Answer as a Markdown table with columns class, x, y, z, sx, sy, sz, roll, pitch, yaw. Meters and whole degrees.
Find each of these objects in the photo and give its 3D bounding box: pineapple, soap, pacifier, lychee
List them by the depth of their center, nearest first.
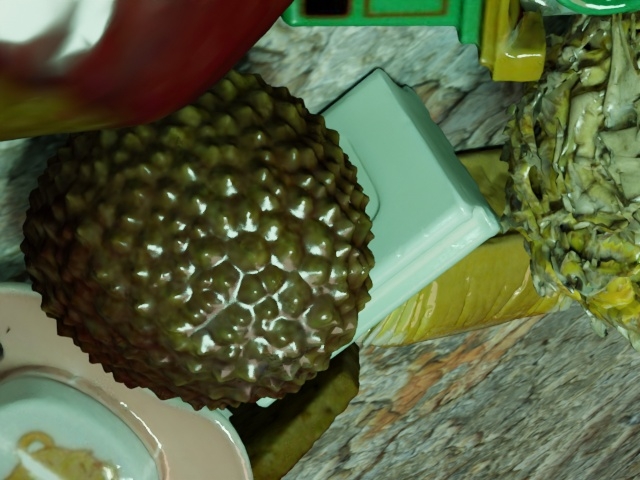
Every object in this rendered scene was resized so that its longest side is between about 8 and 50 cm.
| class | x | y | z | sx | sy | sz | roll | pitch | yaw |
| --- | --- | --- | --- | --- | --- | --- | --- | --- | --- |
| lychee | -0.085 | 0.007 | 1.486 | 0.267 | 0.267 | 0.267 | -25 | 155 | -13 |
| pineapple | 0.323 | -0.066 | 1.635 | 0.352 | 0.352 | 0.300 | -41 | 154 | 22 |
| pacifier | -0.205 | 0.162 | 1.658 | 0.273 | 0.332 | 0.220 | -56 | -169 | -27 |
| soap | 0.000 | 0.000 | 1.679 | 0.265 | 0.160 | 0.087 | -38 | 154 | 16 |

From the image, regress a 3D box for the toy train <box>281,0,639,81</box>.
| class | x | y | z | sx | sy | sz | roll | pitch | yaw |
| --- | --- | --- | --- | --- | --- | --- | --- | --- | --- |
| toy train | 0.085 | -0.264 | 1.166 | 0.249 | 0.178 | 0.429 | -2 | 144 | -1 |

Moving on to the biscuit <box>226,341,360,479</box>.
| class | x | y | z | sx | sy | sz | roll | pitch | yaw |
| --- | --- | --- | --- | --- | --- | --- | --- | --- | --- |
| biscuit | -0.105 | 0.202 | 1.880 | 0.359 | 0.046 | 0.359 | -38 | -169 | 9 |

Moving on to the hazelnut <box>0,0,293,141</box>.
| class | x | y | z | sx | sy | sz | roll | pitch | yaw |
| --- | --- | --- | --- | --- | --- | --- | --- | --- | --- |
| hazelnut | -0.165 | -0.219 | 0.812 | 0.429 | 0.402 | 0.402 | 5 | 139 | -36 |

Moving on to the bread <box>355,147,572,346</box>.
| class | x | y | z | sx | sy | sz | roll | pitch | yaw |
| --- | --- | --- | --- | --- | --- | --- | --- | --- | --- |
| bread | 0.120 | 0.007 | 1.844 | 0.288 | 0.152 | 0.119 | -11 | 143 | -39 |

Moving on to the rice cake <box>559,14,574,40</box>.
| class | x | y | z | sx | sy | sz | roll | pitch | yaw |
| --- | --- | --- | --- | --- | --- | --- | --- | --- | --- |
| rice cake | 0.299 | -0.193 | 1.801 | 0.198 | 0.037 | 0.189 | -14 | 150 | -34 |
